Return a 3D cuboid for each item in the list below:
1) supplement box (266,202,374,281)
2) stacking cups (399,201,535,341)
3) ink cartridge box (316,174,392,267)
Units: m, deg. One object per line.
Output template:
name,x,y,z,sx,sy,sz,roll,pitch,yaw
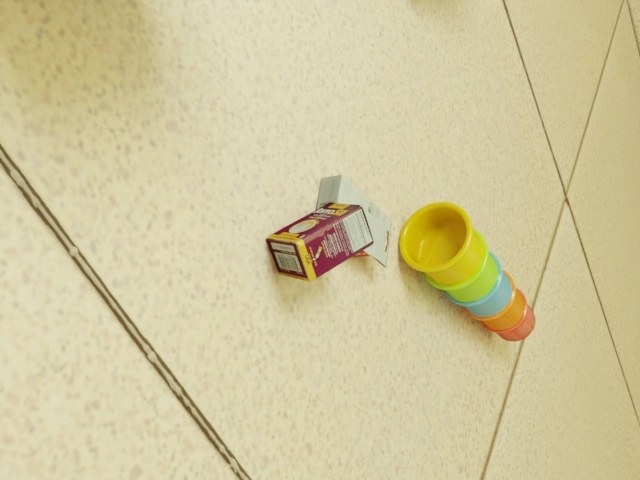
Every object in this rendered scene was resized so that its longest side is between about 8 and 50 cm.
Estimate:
supplement box,0.000,0.000,0.724,0.083,0.055,0.043,-30,111,-31
stacking cups,0.212,0.056,1.032,0.316,0.096,0.095,39,54,-51
ink cartridge box,0.038,-0.017,0.828,0.115,0.029,0.062,37,55,-48
